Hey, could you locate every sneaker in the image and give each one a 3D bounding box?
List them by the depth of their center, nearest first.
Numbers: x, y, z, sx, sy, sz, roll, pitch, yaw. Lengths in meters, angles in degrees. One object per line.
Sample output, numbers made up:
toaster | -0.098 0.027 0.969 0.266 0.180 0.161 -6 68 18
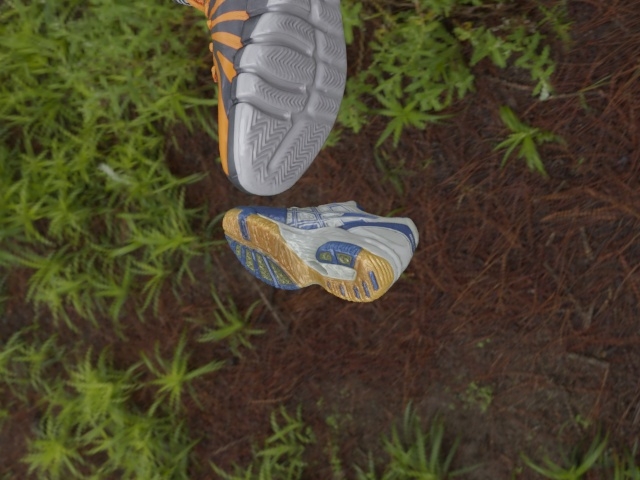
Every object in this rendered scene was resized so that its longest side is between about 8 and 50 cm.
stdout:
sneaker | -0.074 -0.200 0.815 0.180 0.124 0.321 4 81 38
sneaker | 0.000 0.000 1.219 0.296 0.131 0.112 17 132 34
